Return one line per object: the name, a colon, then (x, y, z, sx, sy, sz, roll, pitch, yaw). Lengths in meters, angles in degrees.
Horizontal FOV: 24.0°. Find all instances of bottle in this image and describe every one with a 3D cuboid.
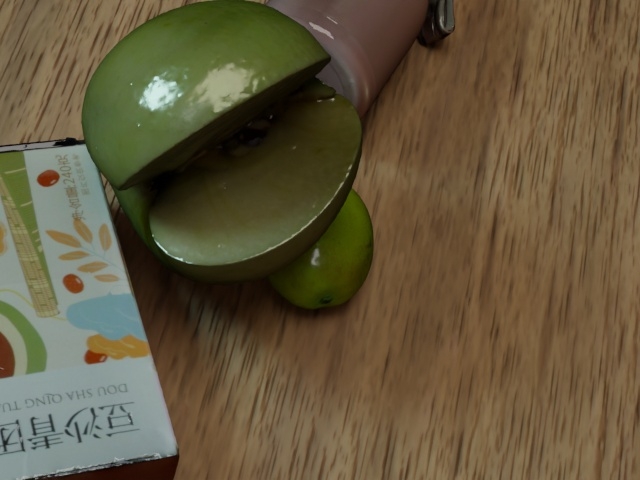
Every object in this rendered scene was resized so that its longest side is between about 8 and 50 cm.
bottle: (0.049, -0.268, 1.826, 0.206, 0.173, 0.297, 48, 50, -18)

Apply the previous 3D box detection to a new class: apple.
apple: (-0.099, -0.103, 1.531, 0.254, 0.292, 0.292, -36, 69, -13)

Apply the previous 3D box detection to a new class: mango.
mango: (0.005, 0.004, 1.663, 0.117, 0.089, 0.163, 31, 54, 4)

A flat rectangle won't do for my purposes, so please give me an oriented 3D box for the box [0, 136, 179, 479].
box: (-0.355, 0.098, 1.488, 0.345, 0.122, 0.385, -8, 58, -20)
